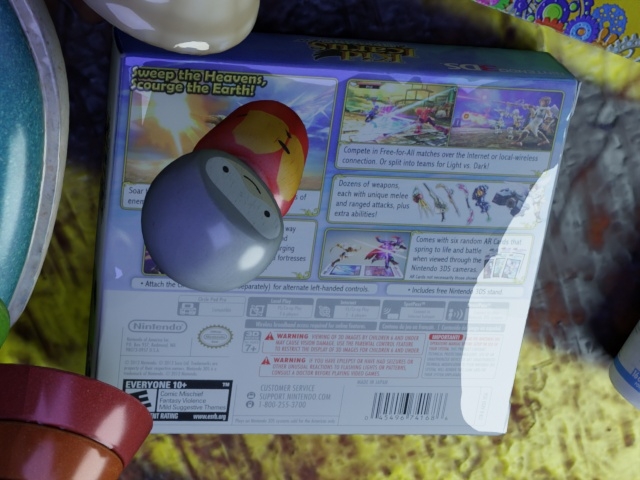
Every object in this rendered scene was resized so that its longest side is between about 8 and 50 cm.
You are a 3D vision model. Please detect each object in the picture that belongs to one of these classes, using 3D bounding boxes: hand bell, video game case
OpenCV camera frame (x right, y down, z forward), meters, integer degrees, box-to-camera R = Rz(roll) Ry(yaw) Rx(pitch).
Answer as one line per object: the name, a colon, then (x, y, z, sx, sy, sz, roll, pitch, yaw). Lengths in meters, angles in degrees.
hand bell: (-0.022, -0.209, 0.705, 0.126, 0.126, 0.242, 24, 134, -23)
video game case: (0.000, 0.000, 0.930, 0.269, 0.061, 0.244, 2, 116, -14)

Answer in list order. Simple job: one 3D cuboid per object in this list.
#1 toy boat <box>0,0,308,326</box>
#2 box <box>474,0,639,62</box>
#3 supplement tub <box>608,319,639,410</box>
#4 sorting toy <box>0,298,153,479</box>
toy boat: (-0.164, -0.047, 0.774, 0.318, 0.148, 0.267, 8, 116, 9)
box: (0.163, -0.202, 0.735, 0.279, 0.290, 0.177, 17, 112, -20)
supplement tub: (0.245, 0.064, 1.016, 0.071, 0.071, 0.107, 20, 110, -22)
sorting toy: (-0.209, 0.089, 0.738, 0.127, 0.126, 0.365, -5, 151, 24)
